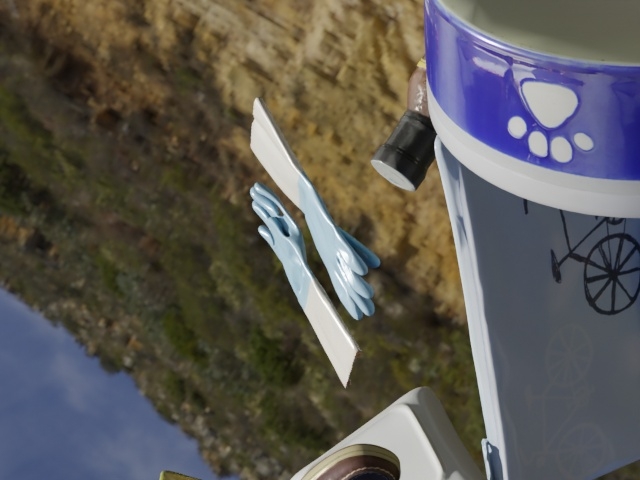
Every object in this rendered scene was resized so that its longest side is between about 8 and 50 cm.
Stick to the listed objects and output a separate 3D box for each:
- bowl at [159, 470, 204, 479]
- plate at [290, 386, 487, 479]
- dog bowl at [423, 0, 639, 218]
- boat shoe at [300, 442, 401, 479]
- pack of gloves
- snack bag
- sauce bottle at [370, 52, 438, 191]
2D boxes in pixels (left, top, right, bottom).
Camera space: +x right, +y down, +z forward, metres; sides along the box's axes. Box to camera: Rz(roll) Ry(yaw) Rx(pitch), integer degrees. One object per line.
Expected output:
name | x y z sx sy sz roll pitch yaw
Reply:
bowl | -0.041 0.289 0.684 0.156 0.289 0.289 10 -158 -5
plate | 0.080 0.350 1.684 0.045 0.277 0.278 52 -176 -30
dog bowl | 0.197 -0.136 0.734 0.265 0.104 0.265 -5 -139 4
boat shoe | -0.003 0.405 1.496 0.123 0.342 0.123 27 -154 -24
pack of gloves | 0.000 0.000 1.136 0.046 0.195 0.232 -22 -117 -17
snack bag | 0.251 0.017 0.881 0.342 0.323 0.037 -18 -160 -19
sauce bottle | 0.187 -0.220 1.495 0.111 0.344 0.111 32 171 6
